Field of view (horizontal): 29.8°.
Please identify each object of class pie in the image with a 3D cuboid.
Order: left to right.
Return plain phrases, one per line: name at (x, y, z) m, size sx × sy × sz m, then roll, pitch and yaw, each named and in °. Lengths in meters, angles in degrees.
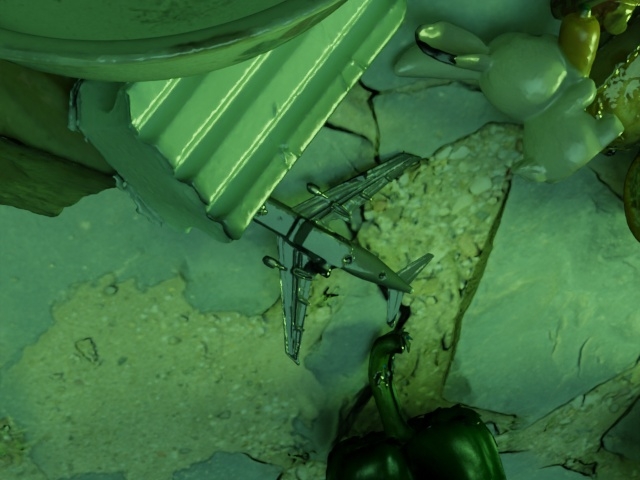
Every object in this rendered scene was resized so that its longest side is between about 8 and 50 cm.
pie at (0.347, -0.186, 1.080) m, size 0.282 × 0.068 × 0.128 m, roll -40°, pitch 121°, yaw 8°

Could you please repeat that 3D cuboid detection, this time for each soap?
soap at (-0.058, -0.136, 0.900) m, size 0.261 × 0.094 × 0.150 m, roll -53°, pitch 124°, yaw -20°

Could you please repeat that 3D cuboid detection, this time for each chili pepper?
chili pepper at (0.096, 0.224, 1.219) m, size 0.173 × 0.261 × 0.165 m, roll -16°, pitch 168°, yaw 11°

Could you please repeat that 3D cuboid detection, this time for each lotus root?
lotus root at (-0.252, -0.134, 0.887) m, size 0.314 × 0.142 × 0.210 m, roll 36°, pitch 68°, yaw -36°

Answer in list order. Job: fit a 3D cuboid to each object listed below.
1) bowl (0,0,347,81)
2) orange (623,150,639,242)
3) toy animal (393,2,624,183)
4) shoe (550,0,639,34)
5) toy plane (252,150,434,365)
bowl at (-0.110, -0.248, 0.753) m, size 0.434 × 0.435 × 0.196 m, roll -16°, pitch 158°, yaw -7°
orange at (0.361, -0.045, 1.151) m, size 0.160 × 0.112 × 0.170 m, roll -11°, pitch 106°, yaw -6°
toy animal at (0.169, -0.136, 1.027) m, size 0.127 × 0.131 × 0.182 m, roll -43°, pitch 98°, yaw -26°
shoe at (0.254, -0.217, 1.027) m, size 0.069 × 0.072 × 0.109 m, roll 16°, pitch 136°, yaw -40°
toy plane at (0.002, 0.002, 1.100) m, size 0.226 × 0.058 × 0.226 m, roll 28°, pitch 95°, yaw -31°
